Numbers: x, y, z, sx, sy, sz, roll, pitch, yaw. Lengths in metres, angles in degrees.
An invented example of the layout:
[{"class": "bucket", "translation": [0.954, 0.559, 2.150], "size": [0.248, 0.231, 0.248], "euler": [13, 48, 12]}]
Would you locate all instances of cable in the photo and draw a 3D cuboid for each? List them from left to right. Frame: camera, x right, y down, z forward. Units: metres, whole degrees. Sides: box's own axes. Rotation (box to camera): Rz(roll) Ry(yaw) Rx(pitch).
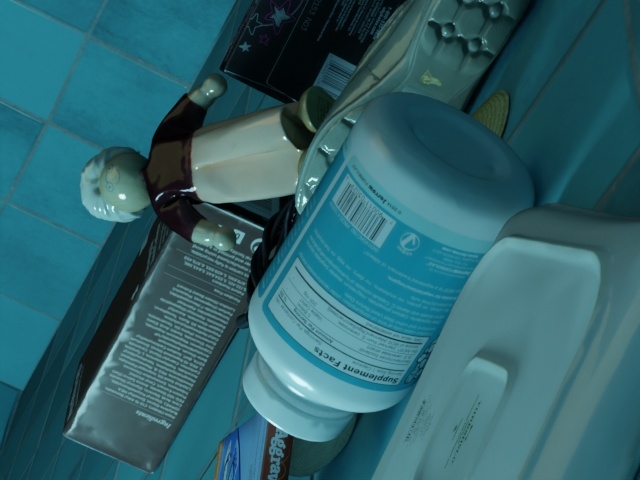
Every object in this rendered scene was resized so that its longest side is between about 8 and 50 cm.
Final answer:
[{"class": "cable", "translation": [-0.040, 0.017, 2.013], "size": [0.184, 0.047, 0.150], "euler": [-66, 12, -13]}]

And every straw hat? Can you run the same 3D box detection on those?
[{"class": "straw hat", "translation": [0.100, -0.077, 1.548], "size": [0.144, 0.061, 0.144], "euler": [-61, 12, 21]}]

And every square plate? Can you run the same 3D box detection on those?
[{"class": "square plate", "translation": [0.103, 0.131, 1.116], "size": [0.347, 0.049, 0.344], "euler": [-64, 12, -2]}]

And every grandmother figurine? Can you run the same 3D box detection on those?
[{"class": "grandmother figurine", "translation": [-0.133, -0.090, 2.054], "size": [0.342, 0.104, 0.208], "euler": [-13, 60, 33]}]

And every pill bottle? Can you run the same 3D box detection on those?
[{"class": "pill bottle", "translation": [0.039, 0.029, 1.377], "size": [0.264, 0.146, 0.146], "euler": [-58, 13, 27]}]

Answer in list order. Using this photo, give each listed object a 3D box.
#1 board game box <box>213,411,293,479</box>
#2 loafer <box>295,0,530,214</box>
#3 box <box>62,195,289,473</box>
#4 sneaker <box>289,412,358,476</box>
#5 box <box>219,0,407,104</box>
[{"class": "board game box", "translation": [-0.070, 0.285, 1.480], "size": [0.145, 0.027, 0.281], "euler": [139, 142, -61]}, {"class": "loafer", "translation": [0.086, -0.141, 1.661], "size": [0.319, 0.112, 0.111], "euler": [-51, 11, 22]}, {"class": "box", "translation": [-0.181, 0.082, 2.288], "size": [0.381, 0.143, 0.191], "euler": [-61, 12, 23]}, {"class": "sneaker", "translation": [0.005, 0.127, 1.549], "size": [0.084, 0.058, 0.152], "euler": [-143, 76, -82]}, {"class": "box", "translation": [0.007, -0.275, 2.141], "size": [0.247, 0.163, 0.142], "euler": [-63, 8, 4]}]
